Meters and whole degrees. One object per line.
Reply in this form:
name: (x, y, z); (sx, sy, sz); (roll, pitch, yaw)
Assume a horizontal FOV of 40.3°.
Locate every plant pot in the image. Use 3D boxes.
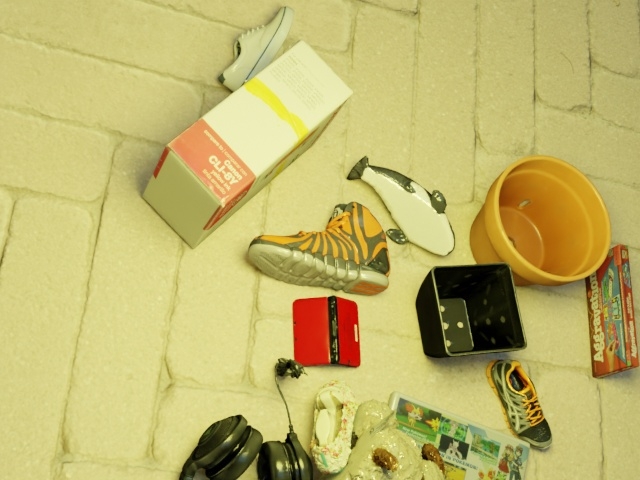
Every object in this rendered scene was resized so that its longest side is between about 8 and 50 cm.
plant pot: (0.299, 0.164, 1.856); (0.188, 0.167, 0.187); (-2, 72, -21)
plant pot: (0.468, -0.021, 1.960); (0.291, 0.203, 0.290); (7, 69, -19)

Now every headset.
headset: (-0.125, 0.411, 1.657); (0.243, 0.185, 0.394); (25, 80, -14)

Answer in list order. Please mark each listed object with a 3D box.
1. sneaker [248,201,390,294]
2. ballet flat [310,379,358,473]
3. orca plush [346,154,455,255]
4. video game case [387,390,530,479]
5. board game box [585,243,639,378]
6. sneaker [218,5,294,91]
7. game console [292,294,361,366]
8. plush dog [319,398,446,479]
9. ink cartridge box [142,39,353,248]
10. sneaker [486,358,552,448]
sneaker: (0.000, 0.000, 1.846); (0.321, 0.124, 0.180); (15, 62, -26)
ballet flat: (0.022, 0.339, 1.682); (0.241, 0.091, 0.077); (-90, 157, -56)
orca plush: (0.189, -0.080, 1.969); (0.287, 0.102, 0.151); (29, 109, 3)
video game case: (0.257, 0.506, 1.792); (0.329, 0.036, 0.300); (23, 65, -10)
board game box: (0.663, 0.163, 1.998); (0.027, 0.145, 0.281); (8, 69, -14)
sneaker: (-0.141, -0.437, 1.953); (0.091, 0.094, 0.258); (32, 65, -12)
game console: (0.014, 0.194, 1.828); (0.124, 0.085, 0.144); (19, 62, -47)
plush dog: (0.151, 0.457, 1.662); (0.225, 0.211, 0.262); (39, 63, -21)
ink cartridge box: (-0.147, -0.192, 1.759); (0.160, 0.279, 0.385); (46, 63, 0)
sneaker: (0.438, 0.352, 1.886); (0.084, 0.083, 0.215); (-29, 84, -28)
